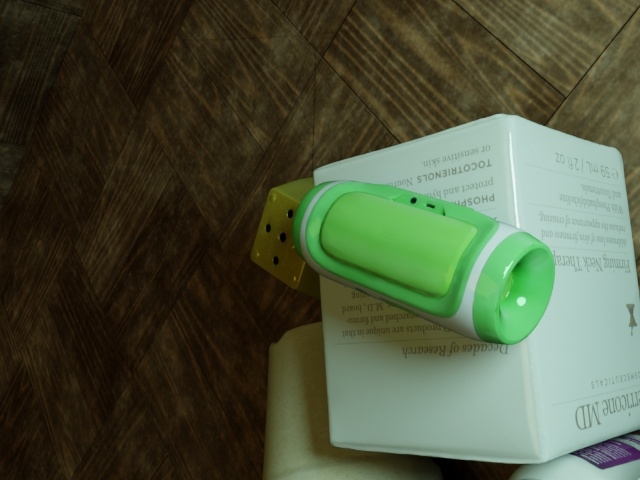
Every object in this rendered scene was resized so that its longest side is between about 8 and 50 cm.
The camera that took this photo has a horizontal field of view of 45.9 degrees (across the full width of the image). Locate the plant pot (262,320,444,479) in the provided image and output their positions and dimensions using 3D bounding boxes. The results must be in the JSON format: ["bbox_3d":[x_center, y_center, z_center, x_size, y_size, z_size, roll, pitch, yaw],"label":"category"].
[{"bbox_3d":[0.034,0.309,1.265,0.334,0.334,0.305,-34,53,39],"label":"plant pot"}]

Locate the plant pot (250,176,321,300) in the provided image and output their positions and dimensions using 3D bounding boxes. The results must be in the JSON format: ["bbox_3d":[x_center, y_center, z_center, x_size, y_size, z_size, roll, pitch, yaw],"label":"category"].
[{"bbox_3d":[0.000,0.000,1.384,0.212,0.187,0.212,30,109,42],"label":"plant pot"}]

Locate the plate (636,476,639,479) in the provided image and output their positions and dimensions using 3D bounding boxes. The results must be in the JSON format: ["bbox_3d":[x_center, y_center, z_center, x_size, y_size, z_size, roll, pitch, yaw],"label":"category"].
[{"bbox_3d":[0.443,0.345,0.799,0.278,0.277,0.045,50,171,-4],"label":"plate"}]

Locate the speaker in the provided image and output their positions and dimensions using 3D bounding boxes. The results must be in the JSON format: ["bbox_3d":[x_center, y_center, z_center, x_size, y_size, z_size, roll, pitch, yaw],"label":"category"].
[{"bbox_3d":[0.104,0.015,0.852,0.297,0.131,0.131,21,102,43],"label":"speaker"}]

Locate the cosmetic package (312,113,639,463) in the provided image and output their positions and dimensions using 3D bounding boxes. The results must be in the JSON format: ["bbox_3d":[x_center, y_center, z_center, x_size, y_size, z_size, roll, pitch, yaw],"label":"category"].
[{"bbox_3d":[0.222,0.076,1.049,0.328,0.330,0.393,-11,80,43],"label":"cosmetic package"}]

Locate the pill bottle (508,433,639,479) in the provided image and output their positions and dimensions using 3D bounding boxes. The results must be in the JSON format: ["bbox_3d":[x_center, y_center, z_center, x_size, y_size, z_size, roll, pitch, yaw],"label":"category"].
[{"bbox_3d":[0.331,0.341,0.937,0.169,0.302,0.169,-5,82,46],"label":"pill bottle"}]
